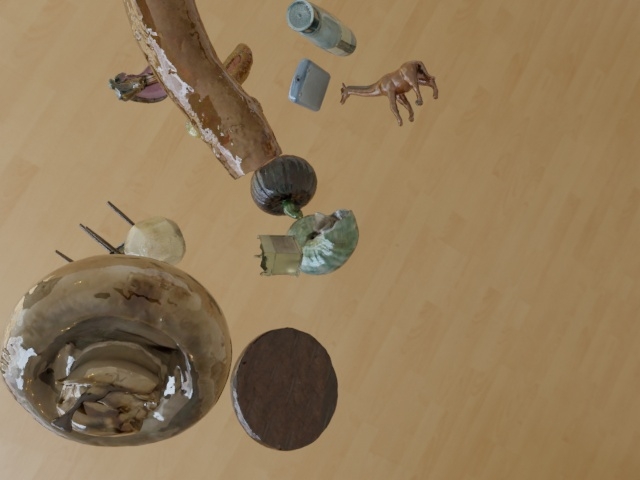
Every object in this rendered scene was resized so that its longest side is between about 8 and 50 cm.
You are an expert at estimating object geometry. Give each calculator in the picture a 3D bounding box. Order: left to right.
[{"bbox_3d":[-0.028,-0.429,1.306,0.039,0.210,0.121,23,103,17],"label":"calculator"}]

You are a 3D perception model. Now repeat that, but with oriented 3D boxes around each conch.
[{"bbox_3d":[0.000,0.000,1.381,0.195,0.277,0.220,34,82,1],"label":"conch"}]

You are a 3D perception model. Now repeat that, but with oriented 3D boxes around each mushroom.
[{"bbox_3d":[-0.327,0.206,0.767,0.363,0.294,0.362,-5,117,-9],"label":"mushroom"}]

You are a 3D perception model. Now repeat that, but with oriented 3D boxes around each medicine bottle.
[{"bbox_3d":[0.000,-0.340,0.751,0.090,0.208,0.053,38,111,4],"label":"medicine bottle"}]

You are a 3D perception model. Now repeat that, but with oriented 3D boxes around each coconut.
[{"bbox_3d":[-0.483,0.017,1.355,0.162,0.161,0.161,-28,100,-33],"label":"coconut"}]

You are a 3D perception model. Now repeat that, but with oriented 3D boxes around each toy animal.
[{"bbox_3d":[0.159,-0.367,1.163,0.066,0.224,0.229,8,48,-49],"label":"toy animal"}]

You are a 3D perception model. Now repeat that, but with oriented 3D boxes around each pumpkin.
[{"bbox_3d":[-0.123,-0.172,1.677,0.248,0.248,0.247,0,92,-17],"label":"pumpkin"}]

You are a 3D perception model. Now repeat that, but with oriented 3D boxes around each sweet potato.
[{"bbox_3d":[-0.122,-0.178,0.362,0.059,0.067,0.281,-40,106,-43],"label":"sweet potato"}]

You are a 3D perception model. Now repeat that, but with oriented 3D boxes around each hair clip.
[{"bbox_3d":[-0.558,-0.513,1.530,0.110,0.358,0.096,42,112,-14],"label":"hair clip"}]

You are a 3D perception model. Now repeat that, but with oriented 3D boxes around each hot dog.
[{"bbox_3d":[-0.247,-0.374,1.176,0.061,0.088,0.285,28,75,0],"label":"hot dog"}]

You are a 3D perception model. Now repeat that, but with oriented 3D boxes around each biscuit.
[{"bbox_3d":[-0.123,0.509,1.628,0.408,0.091,0.407,14,64,-30],"label":"biscuit"}]

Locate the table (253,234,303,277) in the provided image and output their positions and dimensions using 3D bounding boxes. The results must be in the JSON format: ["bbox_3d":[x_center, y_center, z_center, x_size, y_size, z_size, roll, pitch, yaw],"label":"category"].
[{"bbox_3d":[-0.089,0.032,0.983,0.083,0.079,0.062,2,121,-21],"label":"table"}]

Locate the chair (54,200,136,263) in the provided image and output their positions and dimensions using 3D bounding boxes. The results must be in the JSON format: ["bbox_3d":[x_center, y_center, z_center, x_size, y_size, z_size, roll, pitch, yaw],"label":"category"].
[{"bbox_3d":[-0.645,0.044,1.487,0.188,0.166,0.272,-29,117,23],"label":"chair"}]
